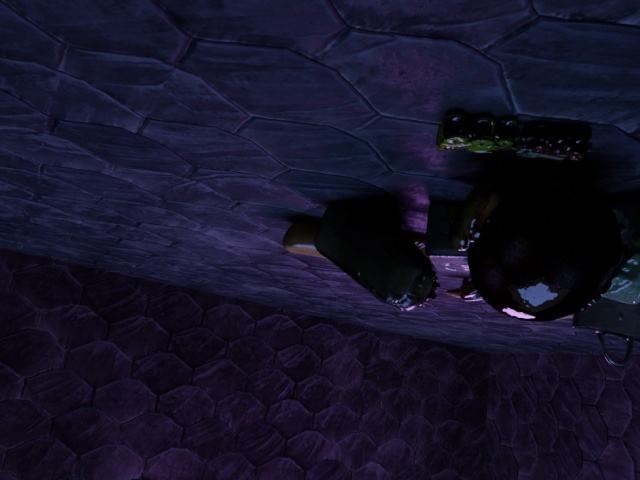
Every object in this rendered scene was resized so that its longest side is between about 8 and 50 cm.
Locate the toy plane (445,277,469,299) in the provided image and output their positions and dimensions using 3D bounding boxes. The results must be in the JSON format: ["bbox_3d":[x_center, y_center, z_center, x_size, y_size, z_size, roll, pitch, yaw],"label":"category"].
[{"bbox_3d":[0.620,0.188,1.979,0.316,0.103,0.204,11,164,16],"label":"toy plane"}]

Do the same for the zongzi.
[{"bbox_3d":[0.214,0.076,1.406,0.393,0.174,0.356,27,-171,-38],"label":"zongzi"}]

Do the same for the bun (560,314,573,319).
[{"bbox_3d":[0.771,0.171,1.715,0.243,0.153,0.244,-16,171,-2],"label":"bun"}]

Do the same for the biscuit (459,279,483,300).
[{"bbox_3d":[0.531,0.081,1.424,0.283,0.064,0.432,-33,164,21],"label":"biscuit"}]

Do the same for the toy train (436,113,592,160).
[{"bbox_3d":[0.327,-0.171,0.920,0.249,0.053,0.085,7,173,3],"label":"toy train"}]

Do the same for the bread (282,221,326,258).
[{"bbox_3d":[0.000,0.000,1.598,0.217,0.098,0.147,13,165,-10],"label":"bread"}]

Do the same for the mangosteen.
[{"bbox_3d":[0.405,-0.003,1.081,0.347,0.307,0.307,36,171,15],"label":"mangosteen"}]

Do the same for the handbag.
[{"bbox_3d":[0.764,0.173,1.433,0.241,0.315,0.109,13,166,-14],"label":"handbag"}]

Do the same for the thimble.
[{"bbox_3d":[0.635,0.021,1.166,0.150,0.219,0.219,17,162,-24],"label":"thimble"}]

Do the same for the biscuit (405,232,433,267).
[{"bbox_3d":[0.252,0.036,1.712,0.317,0.040,0.318,7,164,2],"label":"biscuit"}]

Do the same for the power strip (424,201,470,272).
[{"bbox_3d":[0.354,0.005,1.365,0.140,0.139,0.224,0,162,23],"label":"power strip"}]

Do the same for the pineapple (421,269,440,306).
[{"bbox_3d":[0.330,0.167,1.835,0.141,0.170,0.310,49,-179,5],"label":"pineapple"}]
